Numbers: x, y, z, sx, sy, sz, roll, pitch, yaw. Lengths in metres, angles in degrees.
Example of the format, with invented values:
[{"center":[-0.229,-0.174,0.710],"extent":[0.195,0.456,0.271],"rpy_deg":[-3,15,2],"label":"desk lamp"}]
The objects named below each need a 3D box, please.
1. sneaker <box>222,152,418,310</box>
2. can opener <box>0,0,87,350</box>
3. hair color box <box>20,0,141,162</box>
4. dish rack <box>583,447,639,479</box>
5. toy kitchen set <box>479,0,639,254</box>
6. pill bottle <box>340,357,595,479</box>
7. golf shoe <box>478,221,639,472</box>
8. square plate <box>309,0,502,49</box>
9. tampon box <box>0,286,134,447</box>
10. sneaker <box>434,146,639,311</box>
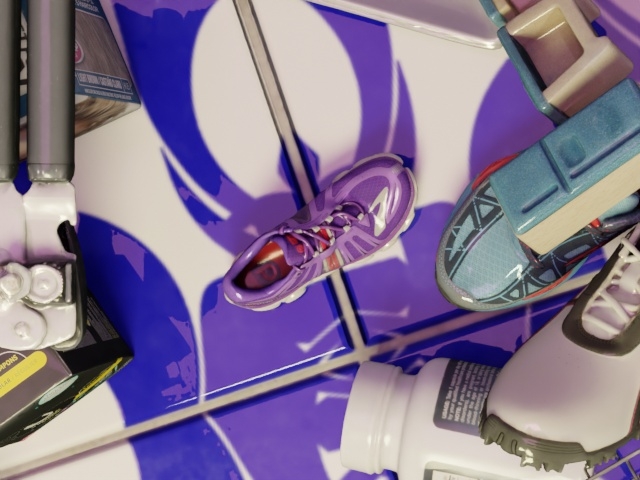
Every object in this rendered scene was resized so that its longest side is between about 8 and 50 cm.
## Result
[{"center":[0.000,0.000,1.333],"extent":[0.170,0.071,0.068],"rpy_deg":[-38,85,9],"label":"sneaker"},{"center":[-0.199,-0.062,1.202],"extent":[0.074,0.093,0.280],"rpy_deg":[0,98,1],"label":"can opener"},{"center":[-0.327,-0.080,1.340],"extent":[0.347,0.174,0.105],"rpy_deg":[-24,88,11],"label":"hair color box"},{"center":[0.185,0.246,1.244],"extent":[0.271,0.208,0.074],"rpy_deg":[-32,47,10],"label":"dish rack"},{"center":[0.117,-0.127,1.186],"extent":[0.122,0.166,0.207],"rpy_deg":[-37,50,18],"label":"toy kitchen set"},{"center":[0.111,0.143,1.296],"extent":[0.180,0.108,0.108],"rpy_deg":[11,93,10],"label":"pill bottle"},{"center":[0.200,0.051,1.203],"extent":[0.105,0.273,0.120],"rpy_deg":[26,134,32],"label":"golf shoe"},{"center":[0.017,-0.348,1.332],"extent":[0.344,0.049,0.347],"rpy_deg":[15,94,11],"label":"square plate"},{"center":[-0.233,0.087,1.333],"extent":[0.120,0.161,0.101],"rpy_deg":[-36,85,10],"label":"tampon box"},{"center":[0.185,-0.042,1.268],"extent":[0.262,0.125,0.104],"rpy_deg":[-36,84,9],"label":"sneaker"}]
